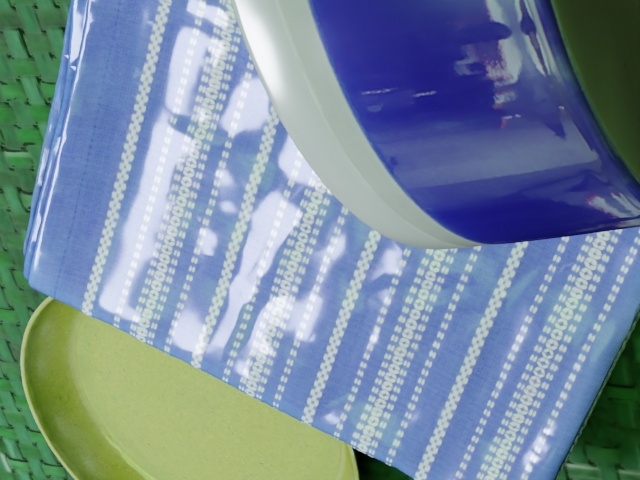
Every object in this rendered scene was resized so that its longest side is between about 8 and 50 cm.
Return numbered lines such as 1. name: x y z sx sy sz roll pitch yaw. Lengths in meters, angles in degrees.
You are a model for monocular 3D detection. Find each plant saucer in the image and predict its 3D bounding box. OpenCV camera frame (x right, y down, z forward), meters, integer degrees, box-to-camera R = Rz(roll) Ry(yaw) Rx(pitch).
1. plant saucer: -0.079 0.111 1.004 0.241 0.037 0.241 16 131 20

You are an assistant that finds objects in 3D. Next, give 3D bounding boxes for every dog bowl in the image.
1. dog bowl: 0.072 -0.131 0.567 0.104 0.265 0.265 -5 121 31

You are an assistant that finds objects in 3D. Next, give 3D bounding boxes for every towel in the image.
1. towel: 0.000 0.000 0.841 0.336 0.040 0.243 26 123 10
